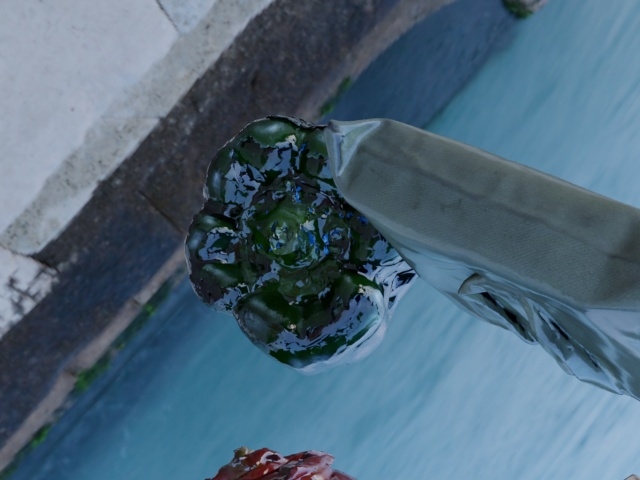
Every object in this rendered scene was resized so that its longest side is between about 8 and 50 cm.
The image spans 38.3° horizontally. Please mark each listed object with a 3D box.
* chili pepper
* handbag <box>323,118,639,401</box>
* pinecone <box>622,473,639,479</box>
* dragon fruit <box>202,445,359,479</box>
[{"bbox_3d":[0.000,0.000,0.973,0.248,0.233,0.257,-55,160,1],"label":"chili pepper"},{"bbox_3d":[0.169,0.024,0.678,0.109,0.316,0.253,-56,137,-9],"label":"handbag"},{"bbox_3d":[0.342,0.504,1.233,0.384,0.384,0.384,-40,153,-26],"label":"pinecone"},{"bbox_3d":[-0.022,0.365,0.954,0.277,0.342,0.277,-22,133,-25],"label":"dragon fruit"}]
